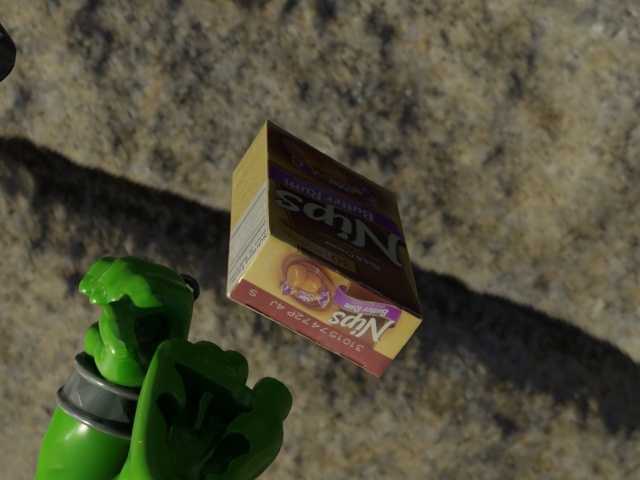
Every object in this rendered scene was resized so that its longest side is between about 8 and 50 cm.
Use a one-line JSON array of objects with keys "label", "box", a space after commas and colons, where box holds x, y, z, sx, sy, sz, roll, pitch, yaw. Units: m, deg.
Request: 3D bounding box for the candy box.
[{"label": "candy box", "box": [0.000, 0.000, 0.913, 0.109, 0.187, 0.053, 29, 112, -16]}]

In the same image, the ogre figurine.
[{"label": "ogre figurine", "box": [-0.041, 0.108, 0.349, 0.097, 0.197, 0.118, -9, 145, -52]}]

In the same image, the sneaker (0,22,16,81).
[{"label": "sneaker", "box": [-0.192, -0.107, 0.652, 0.106, 0.078, 0.234, 3, 147, -7]}]
